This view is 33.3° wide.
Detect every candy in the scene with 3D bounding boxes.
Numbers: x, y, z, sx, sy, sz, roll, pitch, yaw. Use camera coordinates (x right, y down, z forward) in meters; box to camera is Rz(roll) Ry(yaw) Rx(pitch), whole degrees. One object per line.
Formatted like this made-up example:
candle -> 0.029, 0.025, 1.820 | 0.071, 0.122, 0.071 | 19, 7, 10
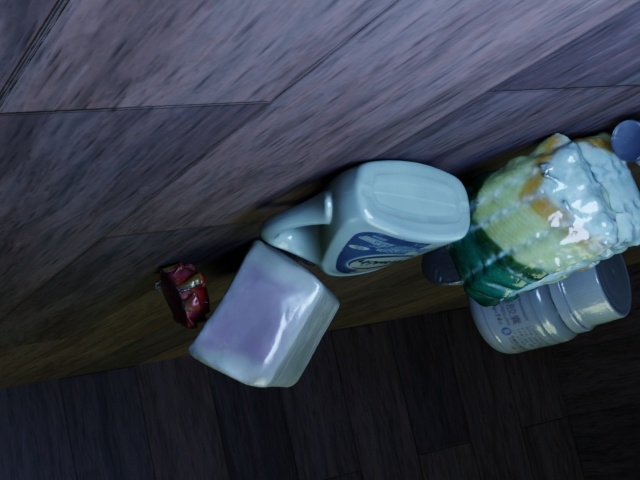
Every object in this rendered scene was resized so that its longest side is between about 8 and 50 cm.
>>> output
candy -> -0.082, 0.135, 1.764 | 0.145, 0.208, 0.359 | 30, 175, 8

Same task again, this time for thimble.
thimble -> 0.303, -0.028, 1.451 | 0.254, 0.167, 0.288 | -19, 169, -21

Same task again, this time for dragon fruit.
dragon fruit -> -0.208, 0.084, 1.701 | 0.068, 0.112, 0.126 | -24, 176, -22

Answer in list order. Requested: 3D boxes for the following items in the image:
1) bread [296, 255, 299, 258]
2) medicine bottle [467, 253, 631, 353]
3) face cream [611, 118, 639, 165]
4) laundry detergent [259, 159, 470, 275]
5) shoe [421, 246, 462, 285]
bread -> 0.000, 0.000, 1.638 | 0.083, 0.047, 0.036 | -10, 164, -16
medicine bottle -> 0.509, 0.108, 2.378 | 0.306, 0.245, 0.245 | -19, 169, 33
face cream -> 0.492, -0.134, 1.416 | 0.291, 0.071, 0.144 | -4, 167, -42
laundry detergent -> 0.036, -0.018, 1.397 | 0.214, 0.105, 0.280 | 6, 164, -37
shoe -> 0.343, 0.036, 2.185 | 0.274, 0.103, 0.098 | -7, 173, 5
